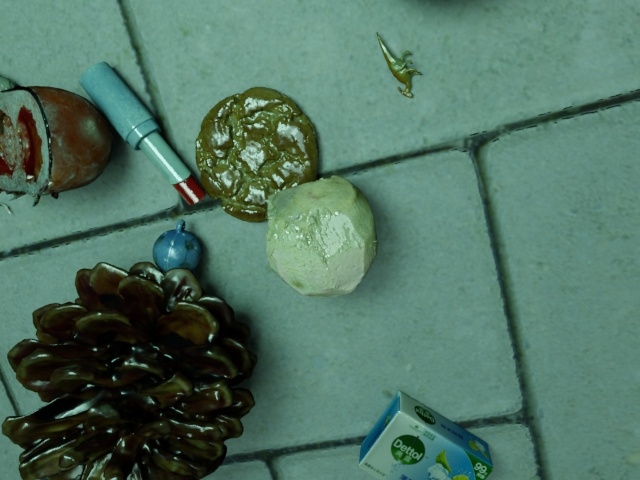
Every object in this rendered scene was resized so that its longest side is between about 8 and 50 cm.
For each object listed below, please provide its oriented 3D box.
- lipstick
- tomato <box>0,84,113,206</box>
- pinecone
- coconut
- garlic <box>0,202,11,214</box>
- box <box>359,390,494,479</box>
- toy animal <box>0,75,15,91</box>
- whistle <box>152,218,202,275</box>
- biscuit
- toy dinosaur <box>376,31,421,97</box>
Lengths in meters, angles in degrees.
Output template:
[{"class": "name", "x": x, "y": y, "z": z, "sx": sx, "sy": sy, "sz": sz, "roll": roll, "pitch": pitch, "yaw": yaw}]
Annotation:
[{"class": "lipstick", "x": -0.288, "y": -0.169, "z": 0.890, "sx": 0.061, "sy": 0.068, "sz": 0.274, "roll": -41, "pitch": 94, "yaw": -26}, {"class": "tomato", "x": -0.425, "y": -0.158, "z": 0.867, "sx": 0.213, "sy": 0.155, "sz": 0.181, "roll": 12, "pitch": 110, "yaw": 35}, {"class": "pinecone", "x": -0.297, "y": 0.231, "z": 0.843, "sx": 0.397, "sy": 0.398, "sz": 0.398, "roll": 2, "pitch": 104, "yaw": 8}, {"class": "coconut", "x": 0.003, "y": -0.001, "z": 0.837, "sx": 0.194, "sy": 0.194, "sz": 0.195, "roll": 2, "pitch": 104, "yaw": 8}, {"class": "garlic", "x": -0.719, "y": -0.065, "z": 0.977, "sx": 0.266, "sy": 0.129, "sz": 0.148, "roll": 33, "pitch": 118, "yaw": -12}, {"class": "box", "x": 0.186, "y": 0.386, "z": 0.959, "sx": 0.194, "sy": 0.073, "sz": 0.139, "roll": 31, "pitch": 106, "yaw": 0}, {"class": "toy animal", "x": -0.647, "y": -0.265, "z": 0.923, "sx": 0.252, "sy": 0.070, "sz": 0.079, "roll": 3, "pitch": 88, "yaw": 10}, {"class": "whistle", "x": -0.251, "y": 0.039, "z": 0.930, "sx": 0.090, "sy": 0.090, "sz": 0.158, "roll": 12, "pitch": 105, "yaw": 5}, {"class": "biscuit", "x": -0.108, "y": -0.139, "z": 0.889, "sx": 0.225, "sy": 0.042, "sz": 0.226, "roll": 2, "pitch": 105, "yaw": 8}, {"class": "toy dinosaur", "x": 0.124, "y": -0.275, "z": 0.827, "sx": 0.041, "sy": 0.026, "sz": 0.113, "roll": -19, "pitch": 110, "yaw": 29}]
